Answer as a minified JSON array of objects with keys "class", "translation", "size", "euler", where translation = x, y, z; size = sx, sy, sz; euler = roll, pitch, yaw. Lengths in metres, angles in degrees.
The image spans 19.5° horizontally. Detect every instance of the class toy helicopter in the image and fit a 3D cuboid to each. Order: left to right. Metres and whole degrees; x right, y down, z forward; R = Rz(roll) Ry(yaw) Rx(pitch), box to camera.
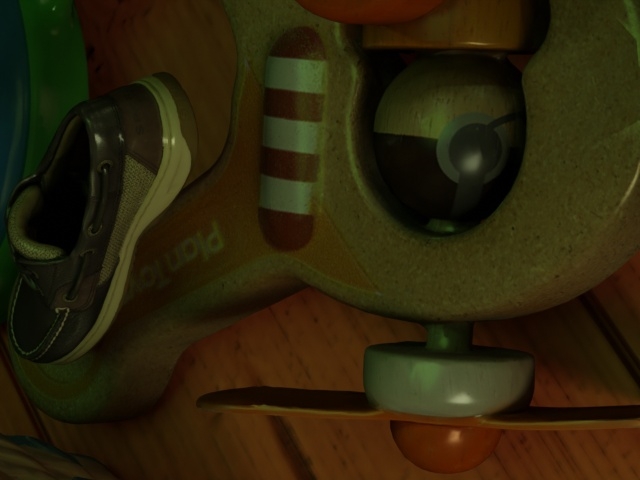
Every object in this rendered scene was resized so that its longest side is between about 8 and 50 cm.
[{"class":"toy helicopter","translation":[0.000,0.000,0.717],"size":[0.355,0.140,0.235],"euler":[-31,74,39]}]

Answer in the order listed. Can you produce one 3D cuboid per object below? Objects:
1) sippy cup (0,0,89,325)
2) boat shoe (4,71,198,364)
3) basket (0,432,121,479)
[{"class":"sippy cup","translation":[-0.259,-0.061,0.810],"size":[0.240,0.224,0.305],"euler":[27,107,38]},{"class":"boat shoe","translation":[-0.096,-0.006,0.705],"size":[0.056,0.049,0.152],"euler":[61,139,31]},{"class":"basket","translation":[-0.118,0.208,0.684],"size":[0.289,0.201,0.255],"euler":[32,100,50]}]
